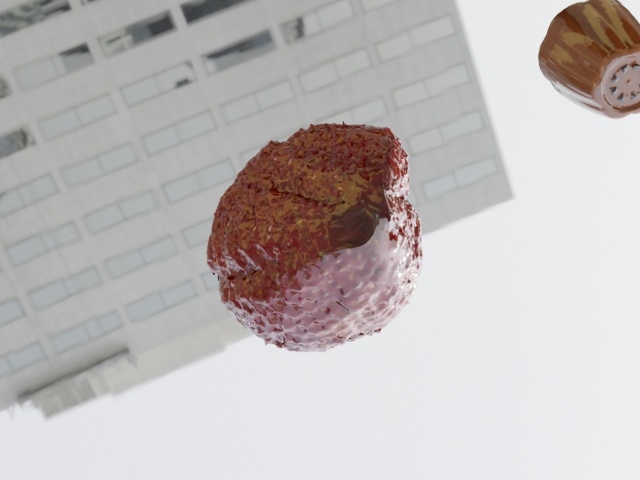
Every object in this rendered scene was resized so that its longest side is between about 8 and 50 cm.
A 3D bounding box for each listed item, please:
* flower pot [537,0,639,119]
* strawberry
[{"bbox_3d":[0.481,-0.294,1.757,0.190,0.191,0.173,-20,-148,2],"label":"flower pot"},{"bbox_3d":[0.000,0.000,1.145,0.238,0.250,0.288,-19,-175,-14],"label":"strawberry"}]
